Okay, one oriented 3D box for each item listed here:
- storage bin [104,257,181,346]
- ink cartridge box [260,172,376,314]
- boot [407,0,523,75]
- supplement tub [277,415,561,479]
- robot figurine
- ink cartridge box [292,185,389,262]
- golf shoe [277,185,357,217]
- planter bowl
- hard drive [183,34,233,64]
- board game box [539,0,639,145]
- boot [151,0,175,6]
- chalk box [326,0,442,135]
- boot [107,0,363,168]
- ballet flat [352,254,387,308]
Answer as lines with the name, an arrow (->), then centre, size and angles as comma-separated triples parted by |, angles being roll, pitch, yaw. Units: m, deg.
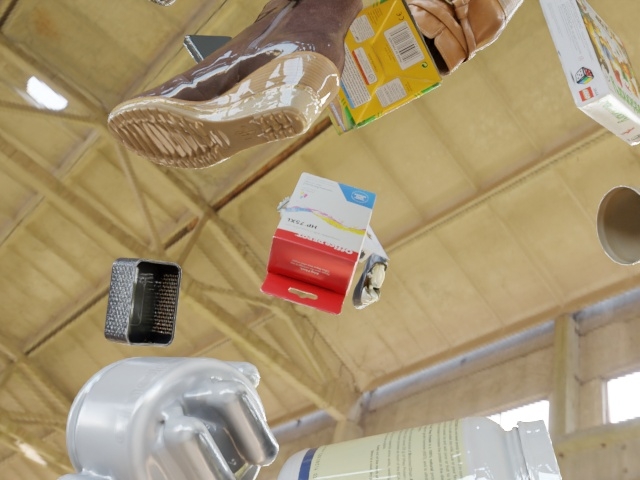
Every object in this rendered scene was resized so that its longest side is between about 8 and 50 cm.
storage bin -> -0.376, 0.130, 1.487 | 0.084, 0.180, 0.122 | 0, -8, 41
ink cartridge box -> 0.000, 0.000, 1.112 | 0.134, 0.231, 0.078 | 16, -50, 3
boot -> 0.193, -0.435, 1.188 | 0.283, 0.220, 0.109 | 47, -14, -11
supplement tub -> 0.129, 0.342, 0.833 | 0.325, 0.235, 0.235 | -15, -53, 13
robot figurine -> -0.211, 0.257, 0.944 | 0.353, 0.300, 0.200 | -11, -74, 48
ink cartridge box -> 0.044, -0.033, 1.638 | 0.208, 0.206, 0.045 | 26, -69, -27
golf shoe -> 0.003, -0.058, 1.421 | 0.176, 0.086, 0.069 | -16, -9, -19
planter bowl -> 0.661, -0.034, 1.434 | 0.109, 0.162, 0.162 | -5, -41, -18
hard drive -> -0.167, -0.308, 1.216 | 0.135, 0.094, 0.022 | 56, -43, 27
board game box -> 0.460, -0.276, 1.145 | 0.053, 0.193, 0.305 | -23, -18, 34
boot -> -0.206, -0.581, 1.465 | 0.118, 0.338, 0.222 | 15, -16, 41
chalk box -> 0.060, -0.233, 0.973 | 0.132, 0.213, 0.132 | -27, -84, -4
boot -> -0.085, -0.178, 0.742 | 0.248, 0.207, 0.090 | -2, -41, 24
ballet flat -> 0.136, 0.118, 1.887 | 0.074, 0.074, 0.203 | 18, -60, 3
